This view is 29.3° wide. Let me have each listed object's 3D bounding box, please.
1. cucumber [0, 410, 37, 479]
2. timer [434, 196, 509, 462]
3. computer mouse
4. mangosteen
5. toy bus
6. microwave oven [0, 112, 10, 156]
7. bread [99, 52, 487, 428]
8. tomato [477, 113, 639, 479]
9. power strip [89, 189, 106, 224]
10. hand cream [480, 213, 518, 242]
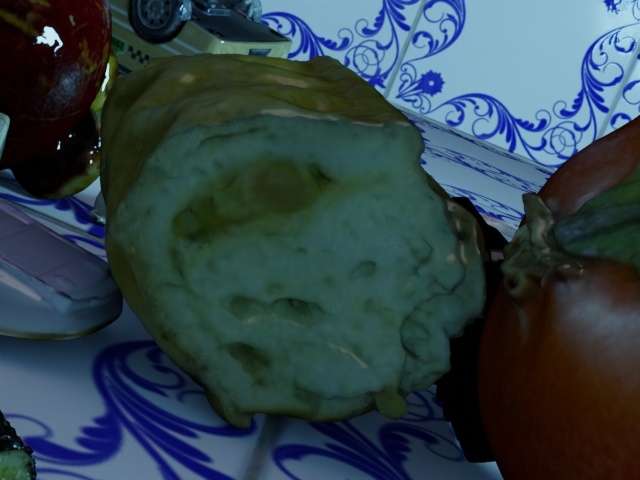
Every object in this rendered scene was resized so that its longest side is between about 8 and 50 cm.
[{"bbox_3d":[-0.177,0.066,0.553,0.039,0.043,0.163,-34,39,-23],"label":"cucumber"},{"bbox_3d":[0.107,0.053,0.840,0.055,0.144,0.187,-3,15,-2],"label":"timer"},{"bbox_3d":[-0.229,-0.007,0.710,0.245,0.056,0.126,31,12,3],"label":"computer mouse"},{"bbox_3d":[-0.249,-0.134,0.956,0.215,0.215,0.257,37,-16,50],"label":"mangosteen"},{"bbox_3d":[-0.231,-0.229,1.342,0.365,0.202,0.177,30,21,21],"label":"toy bus"},{"bbox_3d":[-0.244,0.007,0.398,0.240,0.145,0.194,17,21,-14],"label":"microwave oven"},{"bbox_3d":[-0.028,-0.011,0.764,0.238,0.196,0.252,3,14,-6],"label":"bread"},{"bbox_3d":[0.242,0.072,0.644,0.321,0.322,0.321,21,12,-5],"label":"tomato"},{"bbox_3d":[-0.119,-0.022,1.040,0.047,0.030,0.191,32,16,34],"label":"power strip"},{"bbox_3d":[0.222,0.002,1.486,0.216,0.052,0.038,28,31,33],"label":"hand cream"}]
